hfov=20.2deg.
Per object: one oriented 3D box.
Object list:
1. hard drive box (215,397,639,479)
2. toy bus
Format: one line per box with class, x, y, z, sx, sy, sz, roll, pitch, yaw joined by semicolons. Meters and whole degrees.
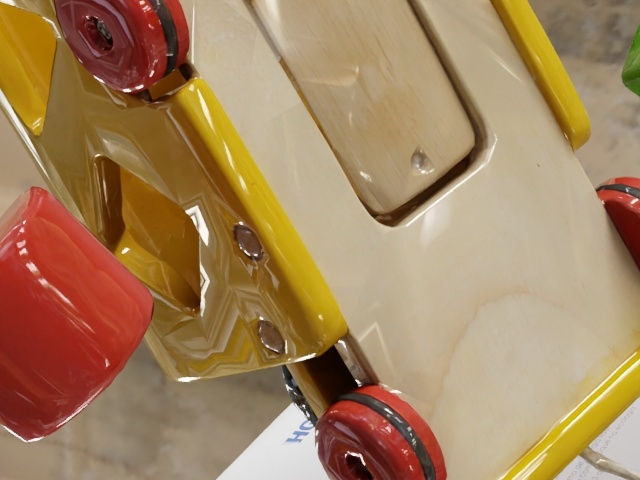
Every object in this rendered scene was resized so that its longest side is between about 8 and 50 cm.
hard drive box;0.054;0.136;0.636;0.232;0.181;0.089;2;-60;38
toy bus;-0.002;-0.013;0.401;0.104;0.191;0.202;-15;-117;56
